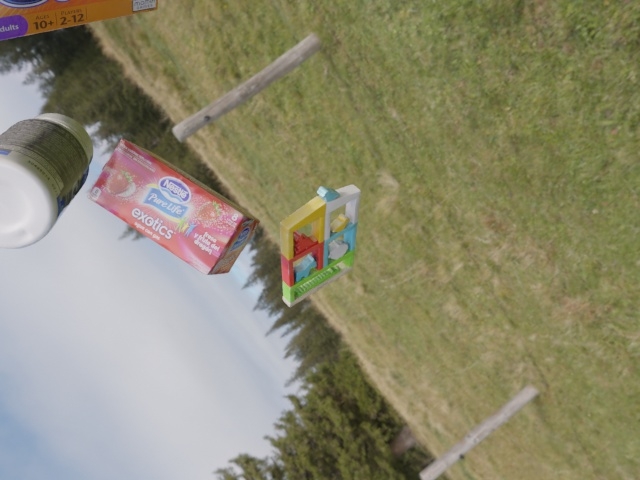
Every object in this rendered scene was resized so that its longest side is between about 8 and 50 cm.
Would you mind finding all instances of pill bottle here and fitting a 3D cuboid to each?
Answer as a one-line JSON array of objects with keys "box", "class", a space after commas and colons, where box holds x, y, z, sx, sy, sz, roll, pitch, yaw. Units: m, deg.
[{"box": [-0.244, -0.058, 0.472, 0.078, 0.078, 0.137, 55, -168, -27], "class": "pill bottle"}]

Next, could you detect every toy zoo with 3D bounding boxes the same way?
[{"box": [0.000, 0.000, 1.188, 0.030, 0.192, 0.293, 42, 148, 32], "class": "toy zoo"}]

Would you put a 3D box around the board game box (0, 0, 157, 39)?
[{"box": [-0.544, -0.651, 1.021, 0.356, 0.356, 0.356, 49, 145, 18], "class": "board game box"}]

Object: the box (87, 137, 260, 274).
[{"box": [-0.252, -0.055, 0.978, 0.257, 0.122, 0.128, 32, -179, 7], "class": "box"}]
